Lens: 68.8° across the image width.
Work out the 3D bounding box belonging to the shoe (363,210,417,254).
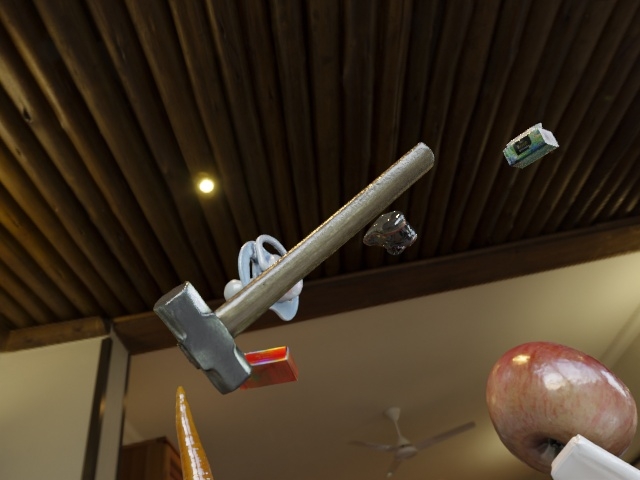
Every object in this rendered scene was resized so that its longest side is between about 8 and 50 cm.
[{"bbox_3d":[0.252,-0.018,1.658,0.137,0.291,0.114,43,-105,-8],"label":"shoe"}]

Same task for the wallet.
[{"bbox_3d":[0.463,0.387,0.720,0.033,0.190,0.095,-31,-33,-57],"label":"wallet"}]

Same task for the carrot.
[{"bbox_3d":[-0.313,0.503,1.125,0.069,0.336,0.069,-18,-37,-15],"label":"carrot"}]

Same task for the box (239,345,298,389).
[{"bbox_3d":[-0.160,0.361,1.317,0.175,0.048,0.112,-11,-49,7],"label":"box"}]

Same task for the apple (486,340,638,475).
[{"bbox_3d":[0.568,0.416,1.126,0.269,0.344,0.345,-47,-34,-30],"label":"apple"}]

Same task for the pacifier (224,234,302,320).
[{"bbox_3d":[-0.182,0.118,1.344,0.225,0.239,0.287,-22,-28,19],"label":"pacifier"}]

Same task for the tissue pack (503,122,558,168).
[{"bbox_3d":[0.572,-0.262,1.284,0.085,0.079,0.111,-1,-25,-42],"label":"tissue pack"}]

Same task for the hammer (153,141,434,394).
[{"bbox_3d":[0.000,0.000,0.512,0.365,0.043,0.111,-40,-74,-22],"label":"hammer"}]
